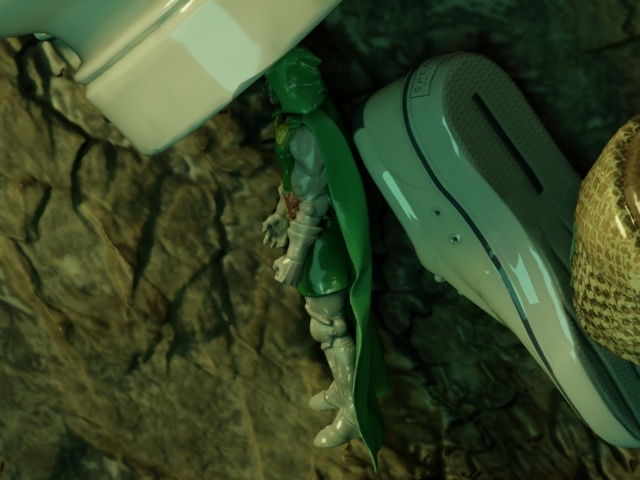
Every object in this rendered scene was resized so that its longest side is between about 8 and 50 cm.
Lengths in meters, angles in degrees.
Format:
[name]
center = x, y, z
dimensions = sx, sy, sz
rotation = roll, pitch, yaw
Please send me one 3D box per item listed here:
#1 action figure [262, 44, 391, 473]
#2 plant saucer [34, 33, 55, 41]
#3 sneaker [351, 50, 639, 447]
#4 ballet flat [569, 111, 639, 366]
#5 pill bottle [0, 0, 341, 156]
[action figure]
center = 0.000, 0.000, 0.928
dimensions = 0.063, 0.137, 0.232
rotation = -10, 110, -3
[plant saucer]
center = -0.096, -0.160, 0.913
dimensions = 0.192, 0.018, 0.067
rotation = -12, 116, 27
[sneaker]
center = 0.112, 0.008, 0.914
dimensions = 0.091, 0.094, 0.258
rotation = -11, 117, 51
[ballet flat]
center = 0.356, 0.061, 0.815
dimensions = 0.482, 0.164, 0.182
rotation = 16, 146, 6
[pill bottle]
center = -0.154, -0.244, 0.746
dimensions = 0.229, 0.229, 0.408
rotation = -34, 105, 34
